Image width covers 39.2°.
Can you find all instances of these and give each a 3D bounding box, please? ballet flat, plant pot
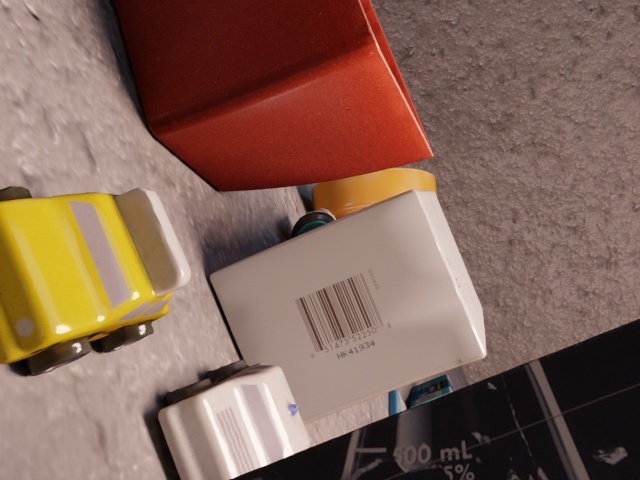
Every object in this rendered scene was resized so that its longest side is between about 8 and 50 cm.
[{"bbox_3d":[0.000,0.000,1.272,0.203,0.074,0.074,62,9,-57],"label":"ballet flat"},{"bbox_3d":[0.096,-0.001,1.466,0.205,0.205,0.187,33,50,-72],"label":"plant pot"},{"bbox_3d":[-0.058,-0.199,0.937,0.267,0.236,0.267,44,25,-66],"label":"plant pot"}]

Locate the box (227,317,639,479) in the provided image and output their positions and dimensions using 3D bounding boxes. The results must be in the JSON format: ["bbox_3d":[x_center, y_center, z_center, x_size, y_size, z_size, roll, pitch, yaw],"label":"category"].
[{"bbox_3d":[0.094,0.248,0.424,0.179,0.343,0.312,52,17,-53],"label":"box"}]

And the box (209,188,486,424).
[{"bbox_3d":[0.050,0.060,0.982,0.345,0.215,0.168,-18,85,-79],"label":"box"}]

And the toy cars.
[{"bbox_3d":[-0.086,0.075,0.604,0.393,0.087,0.176,57,14,-44],"label":"toy cars"}]

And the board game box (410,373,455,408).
[{"bbox_3d":[0.262,0.422,1.607,0.254,0.079,0.336,8,59,-83],"label":"board game box"}]

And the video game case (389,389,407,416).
[{"bbox_3d":[0.152,0.332,1.469,0.119,0.015,0.166,-74,139,-74],"label":"video game case"}]
